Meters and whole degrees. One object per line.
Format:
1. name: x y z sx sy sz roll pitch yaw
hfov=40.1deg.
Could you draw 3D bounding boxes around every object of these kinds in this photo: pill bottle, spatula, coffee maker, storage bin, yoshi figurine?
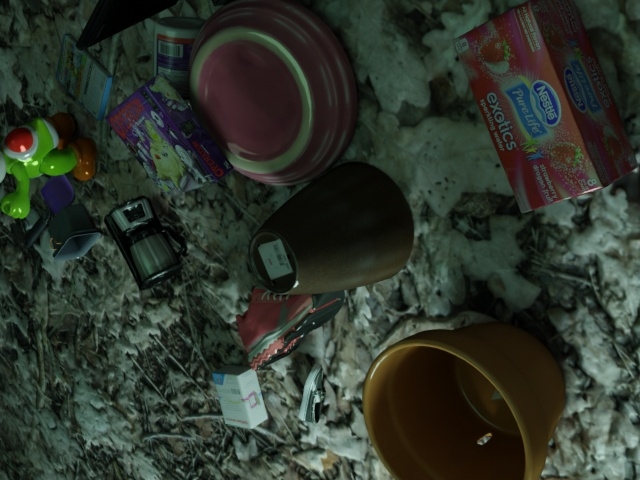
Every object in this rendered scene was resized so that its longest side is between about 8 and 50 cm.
1. pill bottle: -0.258 -0.311 1.636 0.108 0.108 0.193 26 123 33
2. spatula: -0.688 -0.063 2.191 0.084 0.030 0.296 54 134 9
3. coffee maker: -0.387 0.011 1.880 0.171 0.120 0.178 -32 84 46
4. storage bin: -0.602 -0.021 2.092 0.135 0.098 0.091 -42 67 44
5. yoshi figurine: -0.685 -0.148 1.918 0.204 0.362 0.203 -2 106 43

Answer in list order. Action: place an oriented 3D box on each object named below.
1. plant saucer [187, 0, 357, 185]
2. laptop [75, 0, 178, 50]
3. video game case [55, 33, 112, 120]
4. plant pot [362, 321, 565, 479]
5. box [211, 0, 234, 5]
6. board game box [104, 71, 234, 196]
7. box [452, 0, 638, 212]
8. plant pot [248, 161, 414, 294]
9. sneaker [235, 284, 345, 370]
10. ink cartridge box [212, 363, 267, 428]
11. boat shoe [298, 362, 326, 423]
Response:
1. plant saucer: -0.100 -0.244 1.493 0.332 0.084 0.332 14 118 27
2. laptop: -0.254 -0.556 1.335 0.236 0.408 0.382 43 131 -1
3. video game case: -0.522 -0.359 1.927 0.166 0.015 0.119 44 132 21
4. plant pot: 0.237 0.251 1.341 0.291 0.203 0.290 17 118 36
5. box: -0.167 -0.455 1.502 0.062 0.052 0.083 -36 77 47
6. board game box: -0.291 -0.185 1.637 0.208 0.056 0.347 57 159 -12
7. box: 0.299 -0.182 1.163 0.128 0.123 0.256 -20 93 44
8. plant pot: 0.000 0.000 1.438 0.215 0.230 0.215 17 118 37
9. sneaker: -0.077 0.131 1.644 0.136 0.116 0.314 58 137 12
10. ink cartridge box: -0.171 0.330 1.859 0.089 0.052 0.122 -2 104 44
11. boat shoe: -0.009 0.298 1.705 0.040 0.049 0.142 21 124 14
